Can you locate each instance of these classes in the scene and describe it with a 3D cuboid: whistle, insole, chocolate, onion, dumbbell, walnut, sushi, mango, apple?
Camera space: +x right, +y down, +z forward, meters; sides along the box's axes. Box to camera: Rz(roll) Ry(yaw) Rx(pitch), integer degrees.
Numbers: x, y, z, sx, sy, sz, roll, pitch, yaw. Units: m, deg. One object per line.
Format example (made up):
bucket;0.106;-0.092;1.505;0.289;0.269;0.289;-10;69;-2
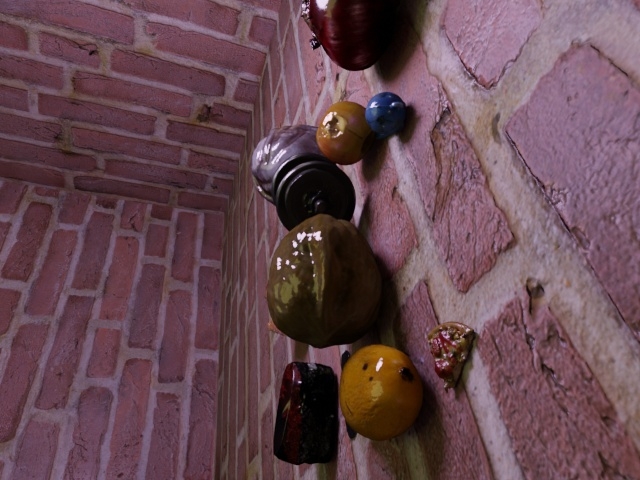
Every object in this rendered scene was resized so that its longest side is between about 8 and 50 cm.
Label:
whistle;0.126;-0.256;0.966;0.158;0.090;0.091;173;104;-70
insole;0.060;0.332;1.026;0.064;0.004;0.189;124;149;-52
chocolate;-0.104;-0.224;1.443;0.303;0.212;0.304;-170;90;-73
onion;0.097;-0.524;1.042;0.273;0.284;0.274;-14;-90;-77
dumbbell;-0.020;-0.110;1.140;0.290;0.191;0.192;-119;41;-70
walnut;0.008;0.076;0.949;0.283;0.227;0.284;-176;90;-83
sushi;-0.031;0.400;1.096;0.136;0.126;0.225;133;147;-62
mango;0.086;0.264;0.816;0.262;0.108;0.158;127;143;-58
apple;0.054;-0.247;1.079;0.146;0.146;0.147;-172;90;-72

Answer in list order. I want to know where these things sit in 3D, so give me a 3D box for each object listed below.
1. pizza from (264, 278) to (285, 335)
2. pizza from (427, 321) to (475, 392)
pizza;-0.096;0.182;1.436;0.161;0.085;0.306;-47;35;23
pizza;0.188;0.152;0.686;0.100;0.029;0.099;-101;27;-44
